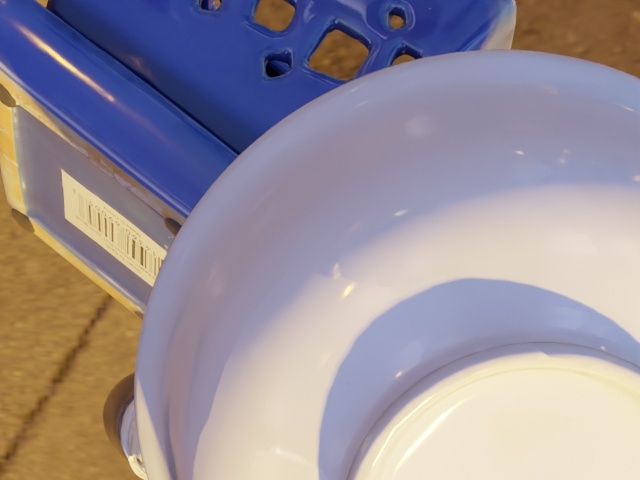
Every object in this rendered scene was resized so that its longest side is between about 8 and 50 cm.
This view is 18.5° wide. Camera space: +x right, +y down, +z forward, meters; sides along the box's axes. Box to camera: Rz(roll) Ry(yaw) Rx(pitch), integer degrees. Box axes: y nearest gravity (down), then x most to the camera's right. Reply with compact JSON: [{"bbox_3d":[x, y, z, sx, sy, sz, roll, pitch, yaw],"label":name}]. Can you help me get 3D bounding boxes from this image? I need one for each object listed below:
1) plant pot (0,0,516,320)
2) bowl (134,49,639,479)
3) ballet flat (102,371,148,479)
[{"bbox_3d":[-0.052,-0.073,1.109,0.236,0.236,0.212,38,65,15],"label":"plant pot"},{"bbox_3d":[0.072,0.083,0.784,0.298,0.134,0.298,-1,110,-4],"label":"bowl"},{"bbox_3d":[-0.060,0.114,1.106,0.074,0.203,0.074,-23,119,-50],"label":"ballet flat"}]
